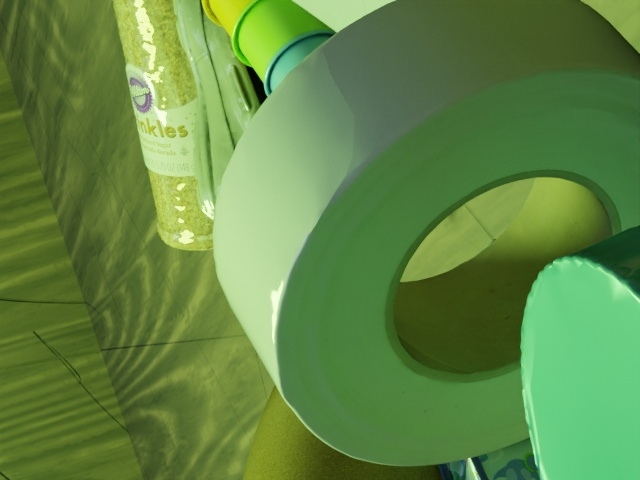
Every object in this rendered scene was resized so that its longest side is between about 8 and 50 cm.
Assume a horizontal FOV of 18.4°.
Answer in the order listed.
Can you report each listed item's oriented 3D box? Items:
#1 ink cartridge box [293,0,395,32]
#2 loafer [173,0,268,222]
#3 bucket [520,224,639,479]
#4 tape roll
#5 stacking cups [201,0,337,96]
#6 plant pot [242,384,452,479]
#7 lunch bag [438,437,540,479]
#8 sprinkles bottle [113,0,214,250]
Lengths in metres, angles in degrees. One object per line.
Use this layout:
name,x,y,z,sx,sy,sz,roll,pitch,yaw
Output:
ink cartridge box,0.006,-0.316,1.477,0.324,0.071,0.330,-135,30,-60
loafer,-0.065,-0.166,1.836,0.112,0.111,0.319,10,-110,-65
bucket,0.229,0.096,0.934,0.281,0.183,0.281,163,90,-74
tape roll,0.086,-0.005,1.137,0.100,0.286,0.286,-124,23,-45
stacking cups,0.008,-0.124,1.663,0.316,0.096,0.096,56,157,36
plant pot,0.035,0.211,1.442,0.254,0.237,0.237,-51,-50,-66
lunch bag,0.149,0.140,1.357,0.096,0.129,0.151,114,139,-60
sprinkles bottle,-0.142,-0.169,2.043,0.121,0.121,0.355,-136,31,-60
